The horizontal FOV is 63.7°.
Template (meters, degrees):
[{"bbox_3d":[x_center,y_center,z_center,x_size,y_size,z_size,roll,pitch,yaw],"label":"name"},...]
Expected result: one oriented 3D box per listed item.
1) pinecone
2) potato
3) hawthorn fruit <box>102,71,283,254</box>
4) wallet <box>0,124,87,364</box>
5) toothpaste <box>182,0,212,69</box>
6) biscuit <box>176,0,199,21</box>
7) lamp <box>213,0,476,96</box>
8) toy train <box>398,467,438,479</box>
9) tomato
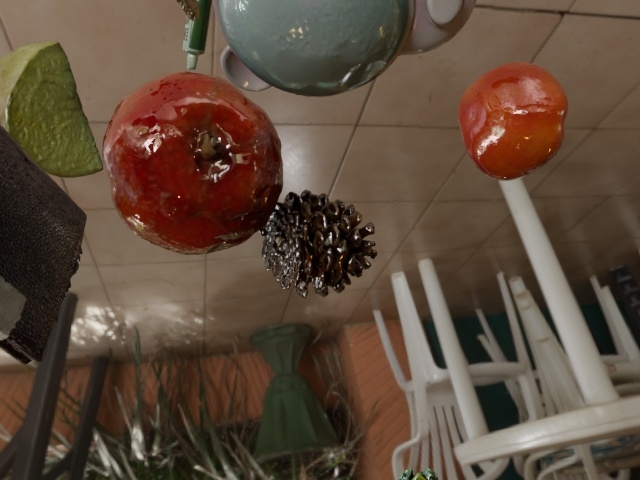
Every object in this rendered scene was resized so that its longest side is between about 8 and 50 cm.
[{"bbox_3d":[0.006,0.006,0.773,0.165,0.163,0.163,-1,152,-31],"label":"pinecone"},{"bbox_3d":[-0.752,-0.305,1.283,0.280,0.330,0.212,4,-156,33],"label":"potato"},{"bbox_3d":[-0.150,-0.103,0.647,0.241,0.242,0.271,-1,175,-18],"label":"hawthorn fruit"},{"bbox_3d":[-0.356,-0.022,0.553,0.071,0.262,0.221,-22,131,2],"label":"wallet"},{"bbox_3d":[-0.323,-0.662,1.391,0.061,0.098,0.392,-2,112,-39],"label":"toothpaste"},{"bbox_3d":[-0.278,-0.561,1.024,0.025,0.231,0.131,-11,154,12],"label":"biscuit"},{"bbox_3d":[0.017,-0.206,0.455,0.245,0.108,0.179,-5,147,5],"label":"lamp"},{"bbox_3d":[0.092,0.317,0.590,0.122,0.050,0.081,-52,167,-1],"label":"toy train"},{"bbox_3d":[0.409,-0.264,1.124,0.179,0.260,0.260,-5,153,-19],"label":"tomato"}]
